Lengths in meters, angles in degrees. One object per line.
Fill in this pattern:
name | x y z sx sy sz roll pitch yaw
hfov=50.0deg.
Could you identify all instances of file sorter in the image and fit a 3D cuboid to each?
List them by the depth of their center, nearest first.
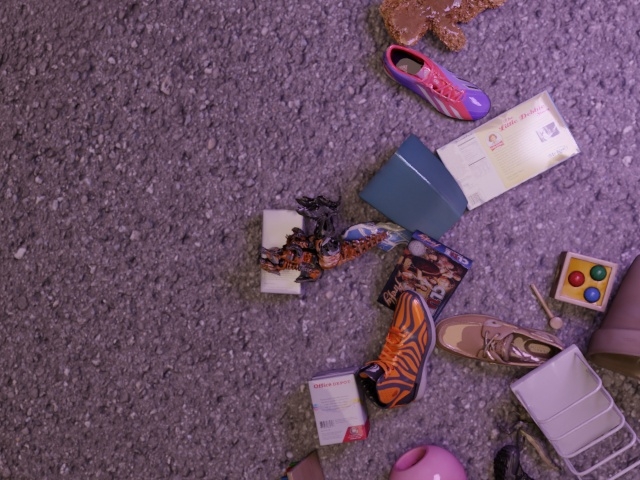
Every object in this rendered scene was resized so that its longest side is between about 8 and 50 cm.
file sorter | 0.638 0.441 1.679 0.193 0.173 0.277 -35 111 8

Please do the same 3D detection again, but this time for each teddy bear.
teddy bear | 0.326 -0.624 1.819 0.245 0.113 0.338 44 89 -1

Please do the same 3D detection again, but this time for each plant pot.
plant pot | 0.832 0.185 1.651 0.323 0.323 0.280 14 76 9
plant pot | 0.253 -0.123 1.772 0.234 0.165 0.165 41 123 0

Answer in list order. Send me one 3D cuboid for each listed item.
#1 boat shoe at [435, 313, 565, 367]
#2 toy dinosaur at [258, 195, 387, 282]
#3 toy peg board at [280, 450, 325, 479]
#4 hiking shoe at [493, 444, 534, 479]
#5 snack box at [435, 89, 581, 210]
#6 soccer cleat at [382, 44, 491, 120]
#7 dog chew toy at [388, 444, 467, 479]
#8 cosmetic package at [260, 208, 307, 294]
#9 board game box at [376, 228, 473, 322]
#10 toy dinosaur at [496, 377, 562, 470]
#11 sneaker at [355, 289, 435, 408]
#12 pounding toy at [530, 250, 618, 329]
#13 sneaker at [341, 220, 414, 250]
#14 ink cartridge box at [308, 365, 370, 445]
boat shoe | 0.465 0.263 1.785 0.341 0.110 0.121 5 91 9
toy dinosaur | 0.000 0.000 1.796 0.322 0.164 0.218 -13 106 -22
toy peg board | -0.055 0.679 1.854 0.079 0.161 0.161 -18 87 24
hiking shoe | 0.519 0.631 1.794 0.114 0.086 0.226 -5 107 -7
snack box | 0.489 -0.234 1.804 0.322 0.060 0.187 -28 87 8
soccer cleat | 0.301 -0.415 1.805 0.318 0.116 0.108 33 95 8
dog chew toy | 0.319 0.700 1.774 0.207 0.206 0.331 -31 94 8
cosmetic package | -0.099 0.031 1.889 0.118 0.085 0.230 3 89 8
board game box | 0.267 0.107 1.788 0.165 0.042 0.243 29 128 8
toy dinosaur | 0.534 0.502 1.803 0.118 0.064 0.268 -22 90 2
sneaker | 0.189 0.292 1.759 0.180 0.125 0.320 -10 106 -34
pounding toy | 0.638 0.135 1.765 0.181 0.094 0.205 15 92 9
sneaker | 0.160 -0.010 1.848 0.211 0.080 0.081 -3 87 10
ink cartridge box | 0.053 0.439 1.843 0.128 0.127 0.176 -10 89 10
